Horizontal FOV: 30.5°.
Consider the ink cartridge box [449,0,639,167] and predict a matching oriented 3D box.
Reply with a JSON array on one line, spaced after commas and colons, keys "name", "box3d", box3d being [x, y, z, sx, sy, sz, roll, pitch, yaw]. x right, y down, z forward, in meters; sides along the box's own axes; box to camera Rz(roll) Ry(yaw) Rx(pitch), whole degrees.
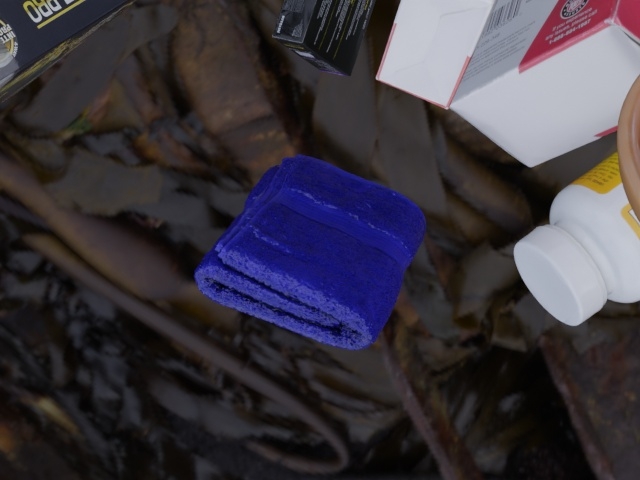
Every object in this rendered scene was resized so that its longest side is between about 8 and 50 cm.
[{"name": "ink cartridge box", "box3d": [0.277, -0.254, 1.189, 0.131, 0.306, 0.226, 35, 148, -22]}]

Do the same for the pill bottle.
[{"name": "pill bottle", "box3d": [0.275, -0.019, 1.015, 0.208, 0.117, 0.117, -35, 109, -13]}]

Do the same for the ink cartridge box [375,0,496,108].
[{"name": "ink cartridge box", "box3d": [0.115, -0.215, 0.924, 0.067, 0.198, 0.115, 24, 142, 4]}]

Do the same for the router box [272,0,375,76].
[{"name": "router box", "box3d": [0.018, -0.294, 1.355, 0.046, 0.133, 0.179, 18, 88, 27]}]

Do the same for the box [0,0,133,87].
[{"name": "box", "box3d": [-0.411, -0.213, 1.412, 0.395, 0.318, 0.097, -22, 105, 44]}]

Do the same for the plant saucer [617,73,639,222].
[{"name": "plant saucer", "box3d": [0.218, -0.024, 0.462, 0.200, 0.200, 0.037, 7, 137, 13]}]

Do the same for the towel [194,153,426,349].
[{"name": "towel", "box3d": [0.000, 0.000, 1.427, 0.228, 0.308, 0.076, 19, 122, 7]}]
